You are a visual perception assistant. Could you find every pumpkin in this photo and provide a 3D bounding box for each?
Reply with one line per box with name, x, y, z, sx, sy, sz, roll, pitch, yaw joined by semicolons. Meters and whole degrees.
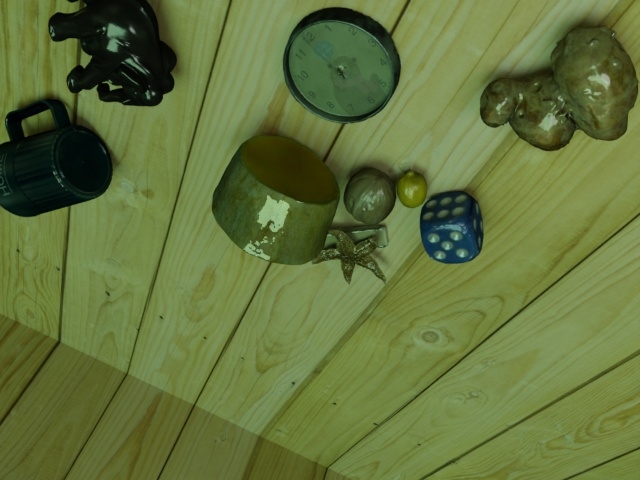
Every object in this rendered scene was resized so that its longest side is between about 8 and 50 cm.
pumpkin;-0.096;-0.118;1.561;0.332;0.332;0.199;29;133;-7

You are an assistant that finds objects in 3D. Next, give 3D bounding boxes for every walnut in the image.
walnut;0.131;-0.117;1.601;0.140;0.140;0.162;25;127;-2

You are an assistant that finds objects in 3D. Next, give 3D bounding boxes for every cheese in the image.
cheese;0.000;-0.003;1.809;0.401;0.034;0.085;-5;135;14

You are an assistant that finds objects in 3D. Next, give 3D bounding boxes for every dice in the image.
dice;0.345;-0.034;1.582;0.143;0.146;0.146;-8;130;27

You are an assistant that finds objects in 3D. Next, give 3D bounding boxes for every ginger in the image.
ginger;0.489;-0.288;1.249;0.304;0.155;0.244;-24;123;38

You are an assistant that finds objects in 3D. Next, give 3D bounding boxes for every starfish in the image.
starfish;0.085;0.050;1.782;0.236;0.062;0.277;-25;133;34

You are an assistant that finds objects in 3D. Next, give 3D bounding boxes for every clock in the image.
clock;0.045;-0.397;1.406;0.281;0.055;0.280;12;138;11

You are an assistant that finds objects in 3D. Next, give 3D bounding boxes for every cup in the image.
cup;-0.812;-0.240;1.847;0.292;0.307;0.242;-7;162;29

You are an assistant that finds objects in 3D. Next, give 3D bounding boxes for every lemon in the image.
lemon;0.238;-0.134;1.574;0.082;0.082;0.110;9;134;15

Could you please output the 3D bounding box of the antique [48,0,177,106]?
antique;-0.496;-0.469;1.473;0.255;0.185;0.322;13;134;13
